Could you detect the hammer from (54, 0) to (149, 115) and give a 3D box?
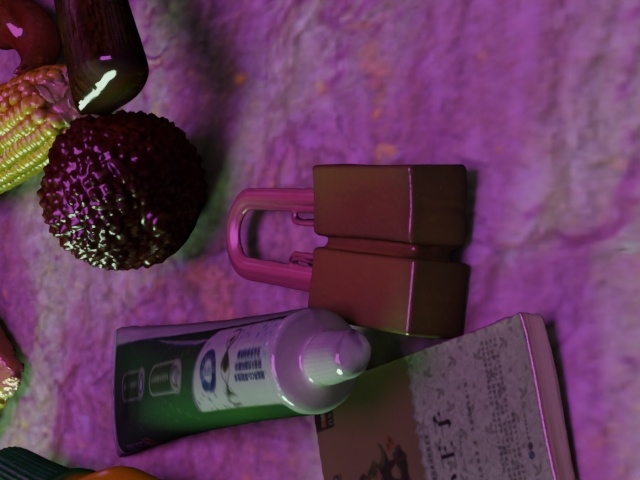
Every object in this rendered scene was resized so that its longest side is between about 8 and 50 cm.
[{"bbox_3d":[-0.187,-0.233,1.253,0.242,0.095,0.408,-53,40,31],"label":"hammer"}]

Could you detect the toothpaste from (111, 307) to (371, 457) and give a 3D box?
[{"bbox_3d":[-0.067,0.091,1.101,0.392,0.061,0.098,-17,72,62],"label":"toothpaste"}]

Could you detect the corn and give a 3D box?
[{"bbox_3d":[-0.264,-0.083,1.376,0.248,0.081,0.081,-20,70,49],"label":"corn"}]

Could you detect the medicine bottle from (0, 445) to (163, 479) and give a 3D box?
[{"bbox_3d":[-0.164,0.209,1.211,0.309,0.076,0.111,13,93,52],"label":"medicine bottle"}]

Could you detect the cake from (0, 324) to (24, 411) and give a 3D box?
[{"bbox_3d":[-0.344,0.086,1.453,0.225,0.090,0.109,49,119,42],"label":"cake"}]

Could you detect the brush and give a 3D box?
[{"bbox_3d":[0.000,0.000,1.052,0.233,0.047,0.103,5,93,53],"label":"brush"}]

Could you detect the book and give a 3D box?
[{"bbox_3d":[0.068,0.131,0.967,0.199,0.016,0.138,-25,69,48],"label":"book"}]

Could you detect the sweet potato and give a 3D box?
[{"bbox_3d":[-0.271,-0.195,1.423,0.202,0.055,0.058,50,141,42],"label":"sweet potato"}]

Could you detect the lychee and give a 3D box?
[{"bbox_3d":[-0.144,-0.035,1.184,0.129,0.123,0.123,5,89,47],"label":"lychee"}]
